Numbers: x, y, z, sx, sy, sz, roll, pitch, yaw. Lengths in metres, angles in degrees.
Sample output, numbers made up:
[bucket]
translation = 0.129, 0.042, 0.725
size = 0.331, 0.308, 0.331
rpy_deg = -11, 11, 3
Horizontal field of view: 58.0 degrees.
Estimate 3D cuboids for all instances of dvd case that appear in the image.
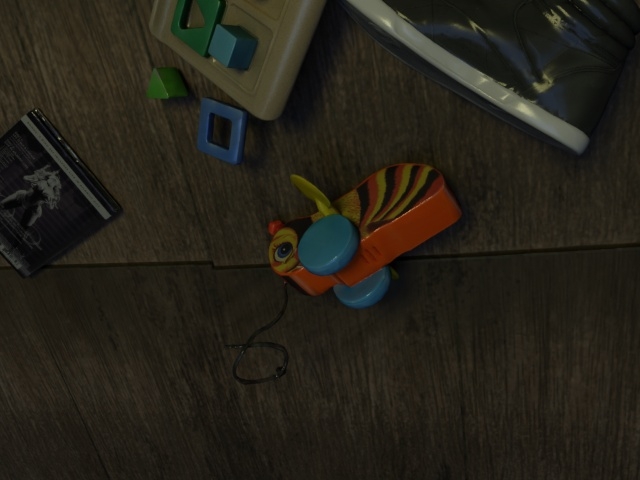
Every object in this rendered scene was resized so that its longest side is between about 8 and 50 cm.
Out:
[dvd case]
translation = -0.402, -0.056, 0.798
size = 0.221, 0.018, 0.164
rpy_deg = -29, 106, 26

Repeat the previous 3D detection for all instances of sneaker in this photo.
[sneaker]
translation = 0.152, -0.216, 0.537
size = 0.295, 0.104, 0.147
rpy_deg = 33, 102, 8

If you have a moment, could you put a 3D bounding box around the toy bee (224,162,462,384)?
[toy bee]
translation = 0.000, 0.000, 0.663
size = 0.298, 0.162, 0.195
rpy_deg = -24, 130, -8

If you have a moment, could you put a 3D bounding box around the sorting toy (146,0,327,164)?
[sorting toy]
translation = -0.092, -0.242, 0.568
size = 0.196, 0.047, 0.348
rpy_deg = 38, 123, 19
